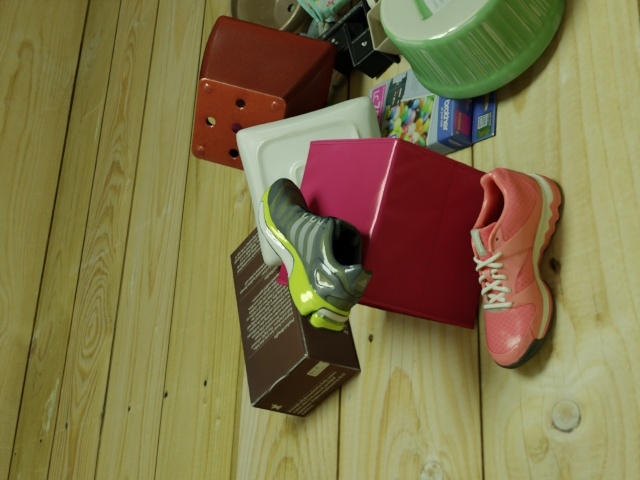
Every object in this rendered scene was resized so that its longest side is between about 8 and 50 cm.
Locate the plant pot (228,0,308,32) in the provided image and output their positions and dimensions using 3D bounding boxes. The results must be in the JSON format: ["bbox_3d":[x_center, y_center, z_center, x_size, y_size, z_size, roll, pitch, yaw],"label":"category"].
[{"bbox_3d":[-0.101,-0.580,2.198,0.237,0.110,0.237,-7,78,34],"label":"plant pot"}]

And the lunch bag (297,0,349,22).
[{"bbox_3d":[0.010,-0.634,2.010,0.223,0.160,0.262,-38,75,-1],"label":"lunch bag"}]

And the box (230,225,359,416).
[{"bbox_3d":[-0.060,0.137,1.826,0.191,0.143,0.381,-45,40,34],"label":"box"}]

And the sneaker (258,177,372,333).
[{"bbox_3d":[0.000,0.000,1.386,0.121,0.111,0.300,-47,47,21],"label":"sneaker"}]

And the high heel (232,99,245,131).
[{"bbox_3d":[-0.171,-0.323,2.213,0.377,0.127,0.181,13,96,60],"label":"high heel"}]

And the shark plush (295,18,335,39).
[{"bbox_3d":[-0.027,-0.472,2.100,0.161,0.067,0.073,-8,68,54],"label":"shark plush"}]

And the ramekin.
[{"bbox_3d":[0.249,-0.411,1.561,0.303,0.148,0.303,-21,53,31],"label":"ramekin"}]

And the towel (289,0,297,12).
[{"bbox_3d":[-0.091,-0.731,2.392,0.370,0.040,0.271,33,102,58],"label":"towel"}]

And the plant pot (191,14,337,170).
[{"bbox_3d":[-0.140,-0.277,1.889,0.236,0.267,0.267,-66,-10,-56],"label":"plant pot"}]

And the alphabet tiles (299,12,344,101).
[{"bbox_3d":[-0.021,-0.399,2.137,0.284,0.021,0.278,-56,36,22],"label":"alphabet tiles"}]

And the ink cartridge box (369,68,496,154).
[{"bbox_3d":[0.199,-0.244,1.704,0.311,0.065,0.185,-15,62,50],"label":"ink cartridge box"}]

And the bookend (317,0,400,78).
[{"bbox_3d":[0.075,-0.402,1.929,0.157,0.072,0.156,-36,48,31],"label":"bookend"}]

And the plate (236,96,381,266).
[{"bbox_3d":[-0.007,-0.111,1.723,0.277,0.045,0.278,-13,87,9],"label":"plate"}]

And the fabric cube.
[{"bbox_3d":[0.118,-0.013,1.529,0.254,0.259,0.258,5,81,56],"label":"fabric cube"}]

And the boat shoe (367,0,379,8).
[{"bbox_3d":[0.177,-0.633,1.882,0.097,0.117,0.324,8,85,52],"label":"boat shoe"}]

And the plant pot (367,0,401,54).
[{"bbox_3d":[0.169,-0.431,1.805,0.109,0.096,0.109,-41,45,38],"label":"plant pot"}]

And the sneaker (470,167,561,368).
[{"bbox_3d":[0.273,0.035,1.385,0.116,0.136,0.314,-14,63,54],"label":"sneaker"}]
